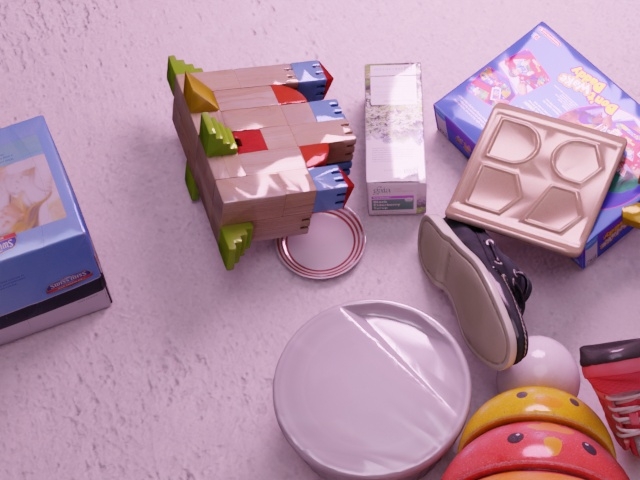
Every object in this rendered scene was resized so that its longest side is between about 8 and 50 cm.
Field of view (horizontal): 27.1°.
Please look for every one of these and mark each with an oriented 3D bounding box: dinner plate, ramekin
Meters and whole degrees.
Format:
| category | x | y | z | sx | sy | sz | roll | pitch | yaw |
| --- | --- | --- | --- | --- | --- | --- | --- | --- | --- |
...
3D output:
| category | x | y | z | sx | sy | sz | roll | pitch | yaw |
| --- | --- | --- | --- | --- | --- | --- | --- | --- | --- |
| dinner plate | 0.000 | 0.000 | 2.049 | 0.141 | 0.017 | 0.141 | -1 | 59 | 2 |
| ramekin | 0.072 | 0.227 | 1.849 | 0.273 | 0.127 | 0.272 | -1 | 59 | 2 |

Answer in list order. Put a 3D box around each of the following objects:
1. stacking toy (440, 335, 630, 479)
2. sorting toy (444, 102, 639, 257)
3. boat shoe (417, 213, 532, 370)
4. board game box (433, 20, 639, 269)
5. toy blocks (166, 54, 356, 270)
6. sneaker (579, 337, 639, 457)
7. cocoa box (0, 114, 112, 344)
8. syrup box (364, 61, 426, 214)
| category | x | y | z | sx | sy | sz | roll | pitch | yaw |
| --- | --- | --- | --- | --- | --- | --- | --- | --- | --- |
| stacking toy | 0.275 | 0.309 | 1.737 | 0.351 | 0.350 | 0.479 | 3 | 43 | 3 |
| sorting toy | 0.365 | -0.076 | 1.965 | 0.307 | 0.041 | 0.229 | 19 | 64 | 19 |
| boat shoe | 0.244 | 0.067 | 1.906 | 0.113 | 0.127 | 0.340 | -2 | 25 | -17 |
| board game box | 0.376 | -0.155 | 2.066 | 0.233 | 0.078 | 0.347 | -37 | 62 | -9 |
| toy blocks | -0.068 | -0.143 | 2.060 | 0.261 | 0.190 | 0.381 | -8 | 49 | -18 |
| sneaker | 0.426 | 0.214 | 1.754 | 0.116 | 0.314 | 0.136 | -11 | 68 | 22 |
| cocoa box | -0.515 | 0.013 | 1.933 | 0.347 | 0.228 | 0.231 | -20 | 61 | -10 |
| syrup box | 0.118 | -0.161 | 2.094 | 0.093 | 0.096 | 0.236 | -2 | 60 | 3 |
